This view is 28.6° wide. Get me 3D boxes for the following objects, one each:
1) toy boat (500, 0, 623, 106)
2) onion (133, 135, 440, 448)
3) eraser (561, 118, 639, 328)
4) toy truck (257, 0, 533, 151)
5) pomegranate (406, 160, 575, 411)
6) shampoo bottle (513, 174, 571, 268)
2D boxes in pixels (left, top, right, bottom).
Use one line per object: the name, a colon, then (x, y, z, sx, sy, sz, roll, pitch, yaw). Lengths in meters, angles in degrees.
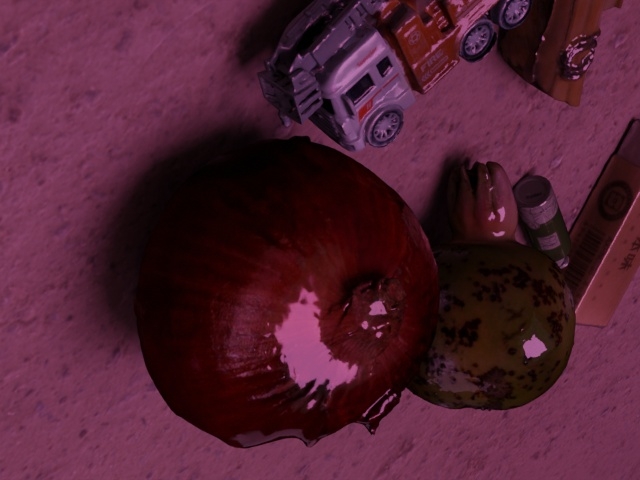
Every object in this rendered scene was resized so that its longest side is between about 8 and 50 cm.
toy boat: (0.324, -0.362, 1.574, 0.162, 0.136, 0.446, -23, 138, -28)
onion: (-0.039, 0.046, 1.368, 0.341, 0.341, 0.341, -27, 136, -30)
eraser: (0.485, -0.022, 2.040, 0.144, 0.078, 0.343, 8, 112, -50)
toy truck: (0.074, -0.245, 1.368, 0.338, 0.133, 0.184, -43, 144, -5)
pomegranate: (0.213, 0.060, 1.707, 0.285, 0.285, 0.341, 3, 86, -48)
shampoo bottle: (0.340, -0.018, 1.907, 0.065, 0.065, 0.204, -46, 142, -10)
